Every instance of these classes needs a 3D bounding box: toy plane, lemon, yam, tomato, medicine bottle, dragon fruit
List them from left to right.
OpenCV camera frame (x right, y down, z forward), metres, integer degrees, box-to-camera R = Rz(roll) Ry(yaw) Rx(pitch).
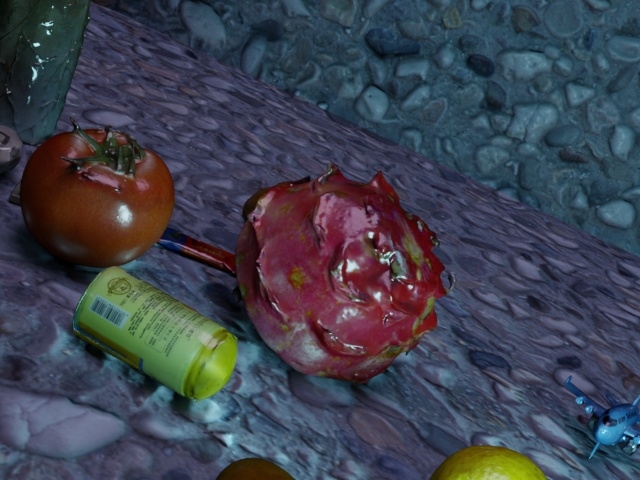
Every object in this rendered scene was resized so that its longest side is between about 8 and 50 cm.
[{"bbox_3d":[-0.634,-0.397,2.090,0.241,0.348,0.241,22,7,-3],"label":"yam"},{"bbox_3d":[-0.378,-0.074,1.652,0.255,0.224,0.256,22,23,-10],"label":"tomato"},{"bbox_3d":[-0.234,0.140,1.422,0.239,0.124,0.124,29,20,12],"label":"medicine bottle"},{"bbox_3d":[0.054,0.036,1.653,0.371,0.249,0.386,-7,71,-39],"label":"dragon fruit"},{"bbox_3d":[0.230,0.360,1.318,0.170,0.170,0.207,37,15,33],"label":"lemon"},{"bbox_3d":[0.554,0.343,1.827,0.254,0.105,0.271,33,22,26],"label":"toy plane"}]

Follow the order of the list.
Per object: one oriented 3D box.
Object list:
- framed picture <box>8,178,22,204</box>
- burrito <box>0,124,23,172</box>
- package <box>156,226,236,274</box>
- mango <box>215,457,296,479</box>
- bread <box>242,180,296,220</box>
[{"bbox_3d":[-0.456,-0.100,1.932,0.247,0.022,0.335,20,20,-11],"label":"framed picture"},{"bbox_3d":[-0.738,-0.188,1.720,0.445,0.101,0.139,10,28,-39],"label":"burrito"},{"bbox_3d":[-0.243,0.015,1.883,0.200,0.022,0.083,23,19,-8],"label":"package"},{"bbox_3d":[-0.060,0.334,1.107,0.146,0.129,0.289,12,14,-27],"label":"mango"},{"bbox_3d":[-0.035,-0.061,2.155,0.260,0.134,0.129,28,18,10],"label":"bread"}]
